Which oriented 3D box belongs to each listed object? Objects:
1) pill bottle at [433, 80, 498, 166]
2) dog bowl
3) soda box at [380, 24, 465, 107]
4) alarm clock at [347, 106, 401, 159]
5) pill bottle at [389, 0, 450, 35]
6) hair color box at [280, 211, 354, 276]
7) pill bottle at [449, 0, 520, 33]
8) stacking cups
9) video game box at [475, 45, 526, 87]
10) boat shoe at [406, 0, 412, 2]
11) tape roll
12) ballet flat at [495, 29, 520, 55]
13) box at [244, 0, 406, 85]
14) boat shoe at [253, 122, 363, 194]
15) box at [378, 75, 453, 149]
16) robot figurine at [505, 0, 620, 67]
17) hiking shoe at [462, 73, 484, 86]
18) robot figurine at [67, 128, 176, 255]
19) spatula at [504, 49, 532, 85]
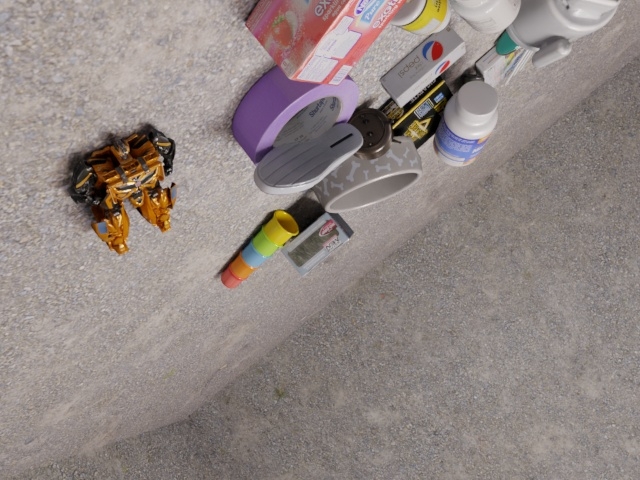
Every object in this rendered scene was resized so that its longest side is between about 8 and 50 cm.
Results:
[{"bbox_3d":[0.425,-0.339,1.752,0.152,0.152,0.272,-34,165,-12],"label":"pill bottle"},{"bbox_3d":[0.141,-0.183,1.770,0.348,0.102,0.349,-20,170,-4],"label":"dog bowl"},{"bbox_3d":[0.259,-0.439,1.518,0.216,0.074,0.069,-40,164,9],"label":"soda box"},{"bbox_3d":[0.106,-0.274,1.578,0.192,0.129,0.064,-19,167,13],"label":"alarm clock"},{"bbox_3d":[0.198,-0.475,1.222,0.103,0.103,0.184,-46,163,29],"label":"pill bottle"},{"bbox_3d":[0.000,0.000,1.987,0.185,0.113,0.374,-40,180,7],"label":"hair color box"},{"bbox_3d":[0.351,-0.543,1.315,0.131,0.131,0.229,-44,164,24],"label":"pill bottle"},{"bbox_3d":[-0.204,0.034,1.871,0.316,0.096,0.096,-40,165,28],"label":"stacking cups"},{"bbox_3d":[0.579,-0.571,1.903,0.187,0.048,0.205,-39,165,9],"label":"video game box"},{"bbox_3d":[0.233,-0.501,1.087,0.302,0.098,0.109,-48,-178,-34],"label":"boat shoe"},{"bbox_3d":[-0.051,-0.270,1.291,0.275,0.090,0.275,-34,164,-11],"label":"tape roll"},{"bbox_3d":[0.602,-0.625,1.754,0.068,0.072,0.213,-23,159,-51],"label":"ballet flat"},{"bbox_3d":[0.037,-0.411,0.971,0.300,0.142,0.154,-47,162,31],"label":"box"},{"bbox_3d":[-0.024,-0.161,1.305,0.302,0.109,0.094,-30,165,-36],"label":"boat shoe"},{"bbox_3d":[0.275,-0.362,1.782,0.257,0.079,0.322,-43,164,14],"label":"box"},{"bbox_3d":[0.583,-0.583,1.479,0.353,0.199,0.300,-155,-104,-78],"label":"robot figurine"},{"bbox_3d":[0.487,-0.447,1.928,0.227,0.086,0.114,19,93,-62],"label":"hiking shoe"},{"bbox_3d":[-0.357,-0.089,1.140,0.211,0.085,0.291,-32,164,-24],"label":"robot figurine"},{"bbox_3d":[0.659,-0.597,1.861,0.168,0.019,0.242,-44,166,-39],"label":"spatula"}]
